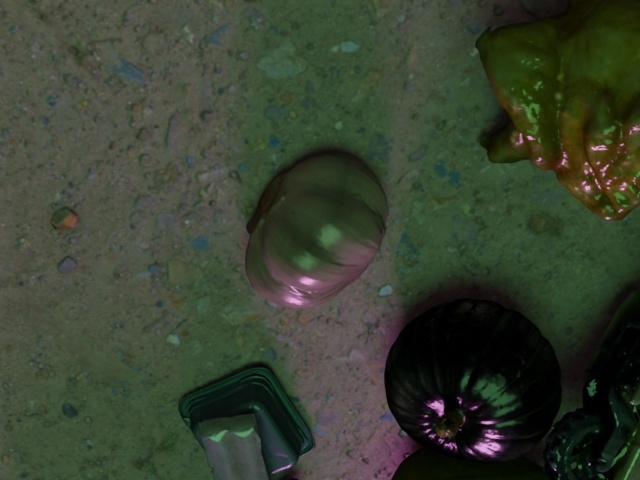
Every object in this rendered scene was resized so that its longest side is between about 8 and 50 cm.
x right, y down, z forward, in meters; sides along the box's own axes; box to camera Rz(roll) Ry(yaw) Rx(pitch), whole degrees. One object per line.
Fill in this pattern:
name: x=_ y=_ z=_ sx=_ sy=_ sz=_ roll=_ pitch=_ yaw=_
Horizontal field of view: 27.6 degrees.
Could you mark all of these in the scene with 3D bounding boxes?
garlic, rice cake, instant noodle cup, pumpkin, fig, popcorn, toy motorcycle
garlic: x=0.000 y=0.000 z=1.734 sx=0.178 sy=0.143 sz=0.229 roll=25 pitch=105 yaw=-14
rice cake: x=-0.110 y=0.347 z=1.892 sx=0.085 sy=0.040 sz=0.226 roll=-10 pitch=120 yaw=5
instant noodle cup: x=-0.109 y=0.285 z=1.920 sx=0.157 sy=0.070 sz=0.179 roll=-24 pitch=118 yaw=11
pumpkin: x=0.206 y=0.204 z=1.812 sx=0.250 sy=0.216 sz=0.250 roll=17 pitch=128 yaw=22
fig: x=0.244 y=0.419 z=1.919 sx=0.314 sy=0.233 sz=0.233 roll=15 pitch=116 yaw=-5
popcorn: x=0.341 y=-0.172 z=1.585 sx=0.326 sy=0.290 sz=0.321 roll=19 pitch=115 yaw=-34
toy motorcycle: x=0.477 y=0.201 z=1.825 sx=0.237 sy=0.169 sz=0.410 roll=37 pitch=83 yaw=-23

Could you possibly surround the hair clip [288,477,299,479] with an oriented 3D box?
hair clip: x=-0.079 y=0.445 z=2.019 sx=0.062 sy=0.056 sz=0.214 roll=36 pitch=107 yaw=8
